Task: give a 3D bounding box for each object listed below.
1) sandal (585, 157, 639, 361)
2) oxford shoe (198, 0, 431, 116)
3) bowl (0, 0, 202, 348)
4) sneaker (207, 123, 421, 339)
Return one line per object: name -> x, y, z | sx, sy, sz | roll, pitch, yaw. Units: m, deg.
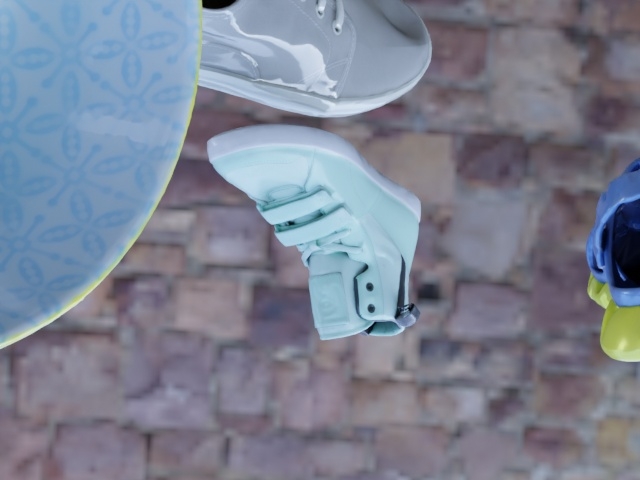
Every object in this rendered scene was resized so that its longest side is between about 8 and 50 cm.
sandal -> 0.267, -0.003, 1.558 | 0.126, 0.138, 0.317 | -7, -172, 4
oxford shoe -> -0.043, -0.212, 1.765 | 0.449, 0.169, 0.130 | 6, 137, -46
bowl -> -0.210, -0.093, 0.829 | 0.289, 0.289, 0.156 | 0, -179, -38
sneaker -> 0.001, 0.000, 1.704 | 0.094, 0.151, 0.256 | -16, 151, 37
